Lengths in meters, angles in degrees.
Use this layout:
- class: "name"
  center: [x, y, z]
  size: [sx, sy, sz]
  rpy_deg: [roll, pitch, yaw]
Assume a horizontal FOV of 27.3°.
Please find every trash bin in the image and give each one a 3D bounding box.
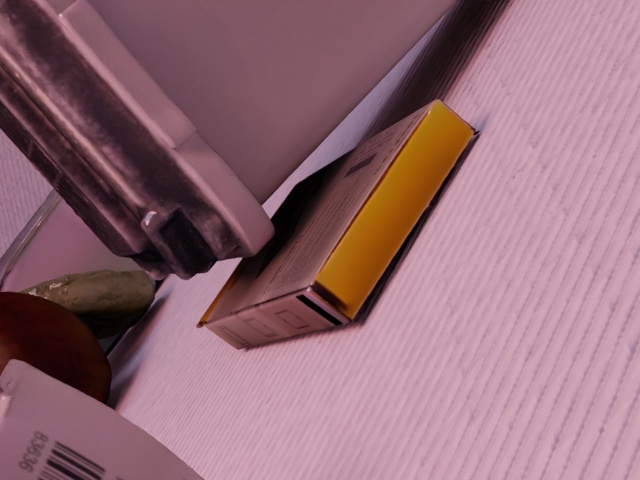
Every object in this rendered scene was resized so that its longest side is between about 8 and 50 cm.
- class: "trash bin"
  center: [-0.057, -0.186, 0.858]
  size: [0.367, 0.296, 0.256]
  rpy_deg: [-43, 6, -11]

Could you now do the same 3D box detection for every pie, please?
- class: "pie"
  center: [-0.250, 0.076, 1.317]
  size: [0.187, 0.041, 0.187]
  rpy_deg: [-17, -15, -5]

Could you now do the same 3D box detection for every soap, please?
- class: "soap"
  center: [-0.321, 0.080, 1.542]
  size: [0.446, 0.156, 0.261]
  rpy_deg: [-47, 13, 29]

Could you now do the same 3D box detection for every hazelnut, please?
- class: "hazelnut"
  center: [-0.300, 0.152, 1.181]
  size: [0.251, 0.217, 0.217]
  rpy_deg: [-38, 17, 22]

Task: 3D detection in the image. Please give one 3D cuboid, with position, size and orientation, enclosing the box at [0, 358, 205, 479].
- class: "box"
  center: [-0.170, 0.226, 0.515]
  size: [0.333, 0.145, 0.173]
  rpy_deg: [-49, 14, 26]

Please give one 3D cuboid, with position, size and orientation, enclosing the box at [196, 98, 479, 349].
- class: "box"
  center: [0.000, 0.000, 0.777]
  size: [0.129, 0.033, 0.247]
  rpy_deg: [-56, 11, -17]
